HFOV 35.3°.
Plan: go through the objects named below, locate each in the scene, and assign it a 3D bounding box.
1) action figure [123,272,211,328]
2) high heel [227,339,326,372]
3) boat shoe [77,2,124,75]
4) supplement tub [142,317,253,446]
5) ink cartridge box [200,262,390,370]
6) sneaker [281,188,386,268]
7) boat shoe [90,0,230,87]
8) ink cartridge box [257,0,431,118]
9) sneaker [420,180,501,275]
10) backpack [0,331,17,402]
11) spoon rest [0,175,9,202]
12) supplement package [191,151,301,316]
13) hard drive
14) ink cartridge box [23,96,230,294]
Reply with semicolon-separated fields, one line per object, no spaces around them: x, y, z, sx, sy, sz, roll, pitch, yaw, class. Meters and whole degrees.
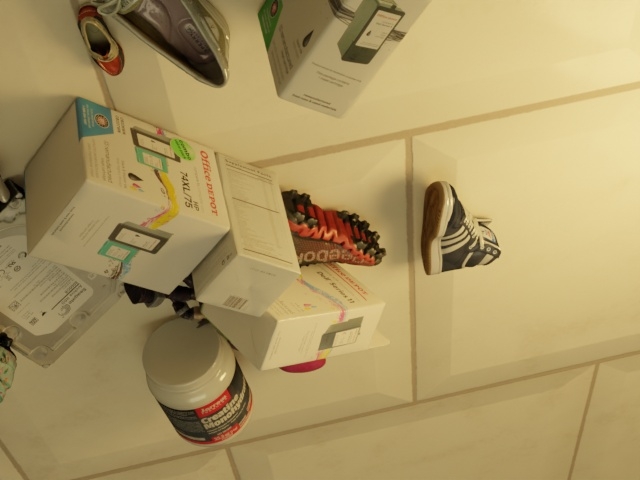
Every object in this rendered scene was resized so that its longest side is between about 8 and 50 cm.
-0.249;0.092;1.987;0.185;0.099;0.285;-41;142;19;action figure
-0.075;0.221;2.208;0.244;0.082;0.117;23;139;-21;high heel
-0.332;-0.297;1.526;0.049;0.043;0.137;-17;143;-1;boat shoe
-0.262;0.306;2.160;0.191;0.191;0.272;-16;142;1;supplement tub
-0.025;0.126;1.952;0.353;0.207;0.119;-5;124;-43;ink cartridge box
0.000;0.000;1.949;0.276;0.098;0.135;22;129;-34;sneaker
-0.241;-0.339;1.454;0.118;0.103;0.320;-30;139;18;boat shoe
0.041;-0.356;1.442;0.121;0.211;0.289;15;132;-30;ink cartridge box
0.286;-0.031;2.001;0.153;0.099;0.282;-6;148;-3;sneaker
-0.618;0.221;1.792;0.152;0.115;0.182;13;158;7;backpack
-0.644;-0.056;1.680;0.276;0.084;0.137;-17;110;10;spoon rest
-0.145;-0.011;1.770;0.139;0.244;0.134;19;130;-34;supplement package
-0.528;0.071;1.820;0.237;0.064;0.339;-44;139;-4;hard drive
-0.325;-0.068;1.681;0.270;0.198;0.197;19;130;-36;ink cartridge box
